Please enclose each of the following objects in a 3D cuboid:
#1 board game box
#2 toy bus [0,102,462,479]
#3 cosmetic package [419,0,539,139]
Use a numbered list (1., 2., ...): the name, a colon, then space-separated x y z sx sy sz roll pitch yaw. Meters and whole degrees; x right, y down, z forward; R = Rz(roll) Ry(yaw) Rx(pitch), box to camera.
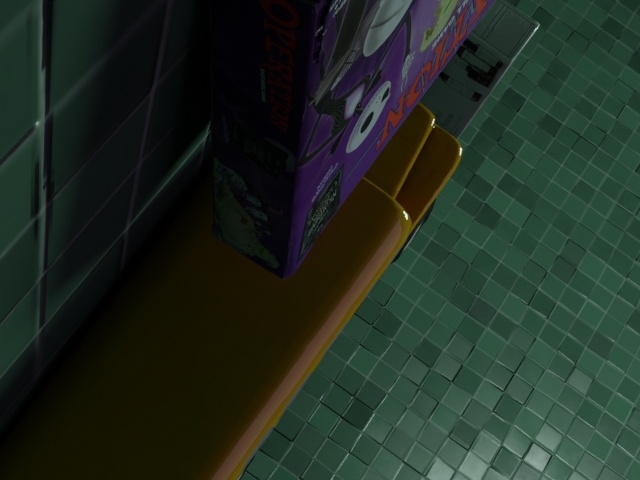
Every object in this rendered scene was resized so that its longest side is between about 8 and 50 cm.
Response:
1. board game box: 0.068 -0.162 0.511 0.347 0.056 0.208 -54 173 -23
2. toy bus: -0.052 0.047 0.631 0.333 0.108 0.130 -54 176 -10
3. cosmetic package: 0.149 -0.193 1.269 0.060 0.099 0.239 -51 176 -15
